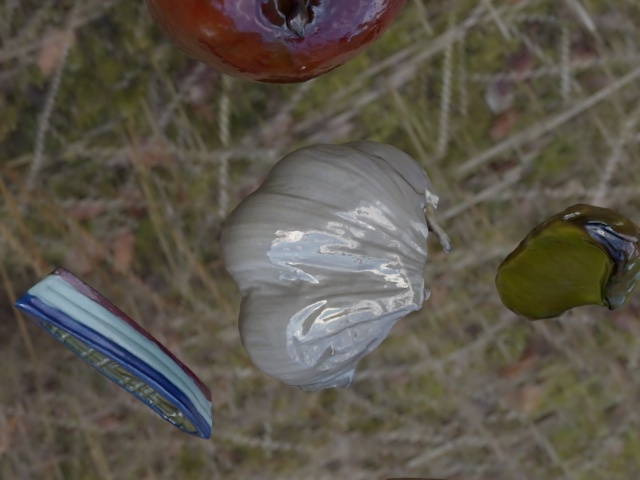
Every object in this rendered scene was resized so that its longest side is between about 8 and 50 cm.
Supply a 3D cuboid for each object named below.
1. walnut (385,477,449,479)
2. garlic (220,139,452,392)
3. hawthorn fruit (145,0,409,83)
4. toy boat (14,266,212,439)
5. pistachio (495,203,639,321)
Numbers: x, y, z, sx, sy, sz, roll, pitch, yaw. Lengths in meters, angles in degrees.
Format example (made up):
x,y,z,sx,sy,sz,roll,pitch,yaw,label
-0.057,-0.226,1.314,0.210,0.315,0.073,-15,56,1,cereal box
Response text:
x,y,z,sx,sy,sz,roll,pitch,yaw,label
0.102,0.326,1.530,0.273,0.273,0.227,-10,166,-24,walnut
0.000,0.000,1.512,0.178,0.229,0.143,-15,132,45,garlic
-0.024,-0.173,1.094,0.185,0.202,0.185,-5,121,-9,hawthorn fruit
-0.152,0.085,1.374,0.046,0.080,0.229,-58,137,-14,toy boat
0.194,0.015,1.359,0.049,0.089,0.173,-58,-175,-28,pistachio
